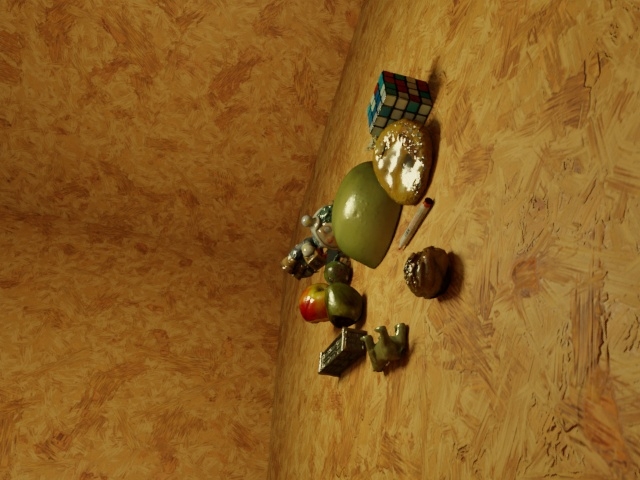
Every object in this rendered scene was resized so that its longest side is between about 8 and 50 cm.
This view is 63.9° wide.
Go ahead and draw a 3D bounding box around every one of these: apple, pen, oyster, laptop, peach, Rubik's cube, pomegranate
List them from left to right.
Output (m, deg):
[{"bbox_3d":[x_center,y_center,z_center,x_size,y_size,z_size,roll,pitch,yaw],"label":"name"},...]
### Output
[{"bbox_3d":[0.002,0.273,2.091,0.190,0.191,0.192,-100,6,-66],"label":"peach"},{"bbox_3d":[0.057,0.060,2.441,0.129,0.016,0.180,-52,17,16],"label":"laptop"},{"bbox_3d":[0.078,0.127,2.110,0.142,0.115,0.114,-46,-16,-43],"label":"pomegranate"},{"bbox_3d":[0.180,-0.089,1.804,0.320,0.312,0.359,-13,-53,-50],"label":"apple"},{"bbox_3d":[0.217,-0.417,2.123,0.146,0.045,0.121,107,169,-72],"label":"oyster"},{"bbox_3d":[0.246,-0.417,1.620,0.151,0.155,0.154,-90,15,-45],"label":"Rubik's cube"},{"bbox_3d":[0.261,-0.041,1.446,0.218,0.026,0.026,113,166,-49],"label":"pen"}]

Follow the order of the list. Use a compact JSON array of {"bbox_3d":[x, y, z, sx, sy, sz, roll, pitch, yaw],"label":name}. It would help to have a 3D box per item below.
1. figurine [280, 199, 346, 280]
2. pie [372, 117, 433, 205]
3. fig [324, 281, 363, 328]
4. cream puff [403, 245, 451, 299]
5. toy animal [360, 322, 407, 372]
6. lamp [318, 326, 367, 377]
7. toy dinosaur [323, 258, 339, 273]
[{"bbox_3d":[-0.002,-0.001,2.155,0.382,0.261,0.186,-48,42,4],"label":"figurine"},{"bbox_3d":[0.247,-0.233,1.520,0.273,0.069,0.273,12,104,59],"label":"pie"},{"bbox_3d":[0.080,0.226,1.826,0.144,0.154,0.165,-28,80,28],"label":"fig"},{"bbox_3d":[0.244,0.075,1.188,0.133,0.104,0.119,111,161,-46],"label":"cream puff"},{"bbox_3d":[0.174,0.296,1.396,0.218,0.103,0.100,128,129,-60],"label":"toy animal"},{"bbox_3d":[0.072,0.401,1.813,0.325,0.090,0.089,116,162,-58],"label":"lamp"},{"bbox_3d":[0.056,0.110,2.453,0.162,0.039,0.126,-90,25,-62],"label":"toy dinosaur"}]
